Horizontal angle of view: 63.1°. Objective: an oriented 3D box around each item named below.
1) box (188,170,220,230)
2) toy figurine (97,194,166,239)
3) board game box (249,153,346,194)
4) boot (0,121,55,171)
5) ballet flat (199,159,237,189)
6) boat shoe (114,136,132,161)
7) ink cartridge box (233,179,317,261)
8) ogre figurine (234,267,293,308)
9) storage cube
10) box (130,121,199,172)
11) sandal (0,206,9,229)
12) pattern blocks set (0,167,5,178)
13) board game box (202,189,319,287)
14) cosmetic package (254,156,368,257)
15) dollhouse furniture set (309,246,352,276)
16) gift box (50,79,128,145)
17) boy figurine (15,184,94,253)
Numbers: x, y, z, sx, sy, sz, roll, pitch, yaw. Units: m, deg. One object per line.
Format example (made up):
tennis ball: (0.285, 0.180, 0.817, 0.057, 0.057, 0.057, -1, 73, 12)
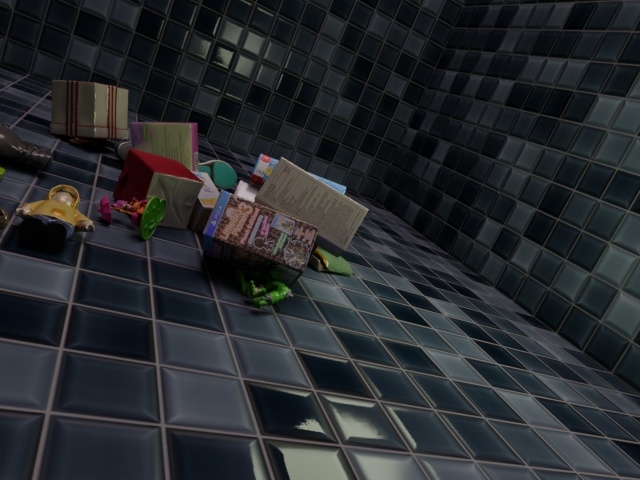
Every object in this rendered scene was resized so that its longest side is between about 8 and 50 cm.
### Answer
box: (-0.421, -0.137, 1.817, 0.103, 0.114, 0.203, 1, 41, -43)
toy figurine: (-0.561, -0.092, 1.526, 0.159, 0.130, 0.173, 15, 25, 2)
board game box: (-0.095, -0.135, 1.806, 0.302, 0.086, 0.308, 21, -25, -1)
boot: (-1.004, -0.310, 1.687, 0.223, 0.118, 0.338, 26, 7, -44)
ballet flat: (-0.540, -0.310, 2.412, 0.139, 0.139, 0.400, 28, 15, 18)
boat shoe: (-0.843, -0.401, 2.282, 0.079, 0.095, 0.254, 26, 12, 2)
ink cartridge box: (-0.174, -0.016, 1.750, 0.310, 0.271, 0.130, 21, 47, -8)
ogre figurine: (-0.155, 0.127, 1.429, 0.118, 0.096, 0.197, -2, 2, -27)
storage cube: (-0.533, -0.164, 1.705, 0.215, 0.183, 0.193, 10, 21, -48)
box: (-0.631, -0.373, 2.126, 0.243, 0.213, 0.117, 0, 14, 0)
sandal: (-0.778, -0.074, 1.206, 0.180, 0.072, 0.049, 30, -1, 18)
pattern blocks set: (-1.028, -0.221, 1.424, 0.286, 0.026, 0.325, 18, 14, -22)
board game box: (-0.181, 0.004, 1.514, 0.291, 0.141, 0.232, 21, -19, -7)
cosmetic package: (-0.031, -0.097, 1.586, 0.310, 0.160, 0.113, 32, -15, 0)
dollhouse furniture set: (0.000, 0.000, 2.033, 0.198, 0.151, 0.302, 11, 19, -43)
gift box: (-0.997, -0.540, 2.241, 0.277, 0.257, 0.255, 7, 10, 20)
boy figurine: (-0.653, -0.059, 1.301, 0.178, 0.092, 0.285, 16, 18, -19)
